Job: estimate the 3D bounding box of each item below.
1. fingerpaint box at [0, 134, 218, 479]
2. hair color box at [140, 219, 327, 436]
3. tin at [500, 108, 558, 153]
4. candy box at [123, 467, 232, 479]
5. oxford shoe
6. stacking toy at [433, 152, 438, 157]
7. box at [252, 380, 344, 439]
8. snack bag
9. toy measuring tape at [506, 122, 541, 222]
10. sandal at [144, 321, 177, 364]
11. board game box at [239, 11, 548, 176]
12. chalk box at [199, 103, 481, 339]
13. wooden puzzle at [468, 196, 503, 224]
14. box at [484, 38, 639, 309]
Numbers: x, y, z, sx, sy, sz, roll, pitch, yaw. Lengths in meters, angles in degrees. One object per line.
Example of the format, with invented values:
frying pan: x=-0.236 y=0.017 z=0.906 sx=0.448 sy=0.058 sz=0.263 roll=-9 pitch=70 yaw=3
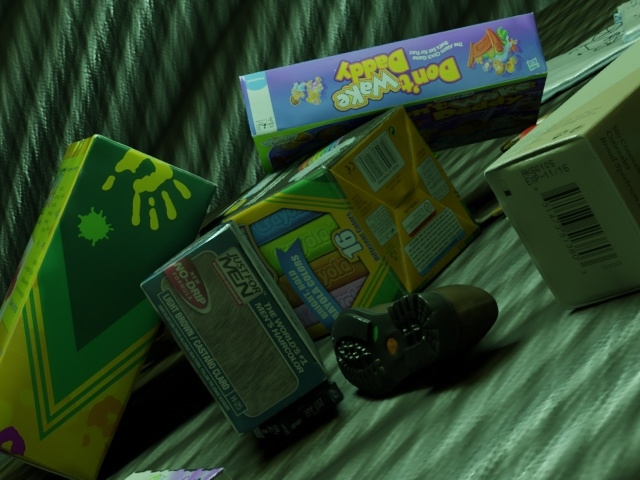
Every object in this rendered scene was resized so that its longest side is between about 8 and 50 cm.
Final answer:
fingerpaint box: x=-0.292 y=0.073 z=2.094 sx=0.445 sy=0.163 sz=0.371 roll=-175 pitch=108 yaw=-78
hair color box: x=-0.086 y=0.078 z=1.718 sx=0.105 sy=0.174 sz=0.347 roll=-34 pitch=2 yaw=-2
tin: x=0.308 y=-0.141 z=2.150 sx=0.106 sy=0.040 sz=0.189 roll=-33 pitch=7 yaw=-38
candy box: x=-0.160 y=0.259 z=1.377 sx=0.165 sy=0.070 sz=0.196 roll=-36 pitch=10 yaw=-27
oxford shoe: x=0.085 y=0.088 z=1.530 sx=0.096 sy=0.083 sz=0.227 roll=-15 pitch=-1 yaw=-30
stacking toy: x=0.237 y=-0.200 z=2.712 sx=0.221 sy=0.052 sz=0.167 roll=-29 pitch=8 yaw=24
box: x=-0.024 y=0.163 z=1.630 sx=0.067 sy=0.018 sz=0.083 roll=-36 pitch=9 yaw=-29
snack bag: x=0.477 y=-0.331 z=2.654 sx=0.342 sy=0.037 sz=0.323 roll=-30 pitch=9 yaw=16
toy measuring tape: x=0.271 y=-0.081 z=1.672 sx=0.121 sy=0.121 sz=0.330 roll=-24 pitch=4 yaw=45
sandal: x=-0.185 y=0.107 z=2.430 sx=0.219 sy=0.090 sz=0.060 roll=-27 pitch=29 yaw=-13
board game box: x=0.089 y=-0.164 z=2.052 sx=0.347 sy=0.078 sz=0.233 roll=-12 pitch=-13 yaw=1
chalk box: x=0.000 y=0.000 z=1.967 sx=0.289 sy=0.179 sz=0.180 roll=-26 pitch=11 yaw=44
wooden puzzle: x=0.200 y=-0.035 z=1.998 sx=0.078 sy=0.014 sz=0.116 roll=-29 pitch=8 yaw=-10
box: x=0.295 y=-0.086 z=1.476 sx=0.121 sy=0.148 sz=0.311 roll=-21 pitch=15 yaw=49
